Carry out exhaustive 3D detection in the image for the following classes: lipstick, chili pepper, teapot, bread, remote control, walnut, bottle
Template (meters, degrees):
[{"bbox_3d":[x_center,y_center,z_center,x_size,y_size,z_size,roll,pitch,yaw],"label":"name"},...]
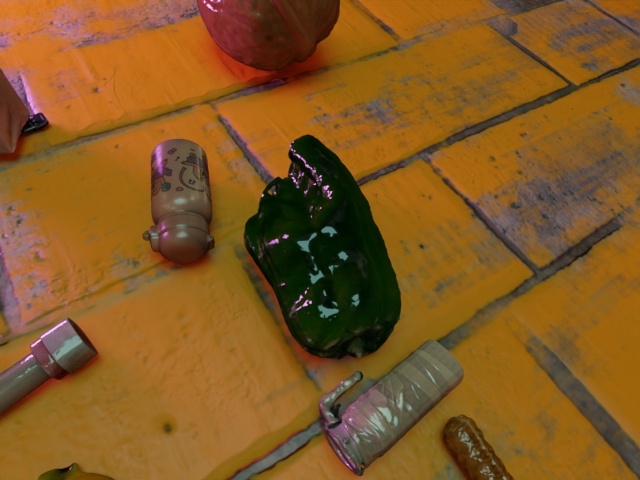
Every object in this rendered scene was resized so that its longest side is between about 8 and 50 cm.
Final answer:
[{"bbox_3d":[-0.392,0.184,0.549,0.186,0.057,0.063,-38,69,-22],"label":"lipstick"},{"bbox_3d":[-0.003,-0.005,0.663,0.213,0.167,0.384,-10,58,-17],"label":"chili pepper"},{"bbox_3d":[0.091,0.213,0.588,0.200,0.077,0.107,-31,63,-25],"label":"teapot"},{"bbox_3d":[0.222,0.308,0.564,0.052,0.044,0.157,-21,63,-28],"label":"bread"},{"bbox_3d":[-0.566,-0.212,0.804,0.096,0.014,0.039,-32,66,-25],"label":"remote control"},{"bbox_3d":[-0.112,-0.532,0.929,0.333,0.332,0.332,4,56,-6],"label":"walnut"},{"bbox_3d":[-0.237,-0.063,0.705,0.110,0.097,0.209,-4,57,-15],"label":"bottle"}]

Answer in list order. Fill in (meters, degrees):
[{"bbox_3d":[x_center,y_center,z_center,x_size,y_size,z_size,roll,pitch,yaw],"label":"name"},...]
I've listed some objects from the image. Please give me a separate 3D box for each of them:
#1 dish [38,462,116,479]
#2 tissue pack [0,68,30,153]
[{"bbox_3d":[-0.243,0.359,0.421,0.263,0.108,0.221,29,56,10],"label":"dish"},{"bbox_3d":[-0.633,-0.256,0.686,0.185,0.225,0.124,-3,55,-3],"label":"tissue pack"}]
